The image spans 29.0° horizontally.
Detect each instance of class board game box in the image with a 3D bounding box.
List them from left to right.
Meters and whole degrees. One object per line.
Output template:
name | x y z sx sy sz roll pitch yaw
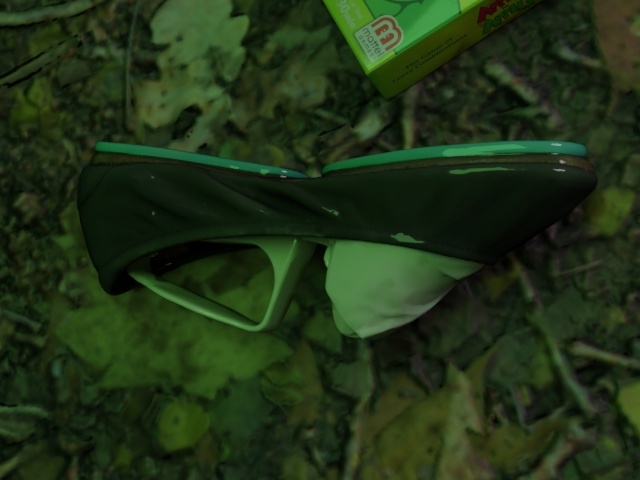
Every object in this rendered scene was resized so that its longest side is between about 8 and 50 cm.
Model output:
board game box | 0.085 -0.164 0.653 0.181 0.043 0.092 -32 68 9

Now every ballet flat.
ballet flat | 0.000 0.000 0.621 0.280 0.095 0.096 2 87 29
